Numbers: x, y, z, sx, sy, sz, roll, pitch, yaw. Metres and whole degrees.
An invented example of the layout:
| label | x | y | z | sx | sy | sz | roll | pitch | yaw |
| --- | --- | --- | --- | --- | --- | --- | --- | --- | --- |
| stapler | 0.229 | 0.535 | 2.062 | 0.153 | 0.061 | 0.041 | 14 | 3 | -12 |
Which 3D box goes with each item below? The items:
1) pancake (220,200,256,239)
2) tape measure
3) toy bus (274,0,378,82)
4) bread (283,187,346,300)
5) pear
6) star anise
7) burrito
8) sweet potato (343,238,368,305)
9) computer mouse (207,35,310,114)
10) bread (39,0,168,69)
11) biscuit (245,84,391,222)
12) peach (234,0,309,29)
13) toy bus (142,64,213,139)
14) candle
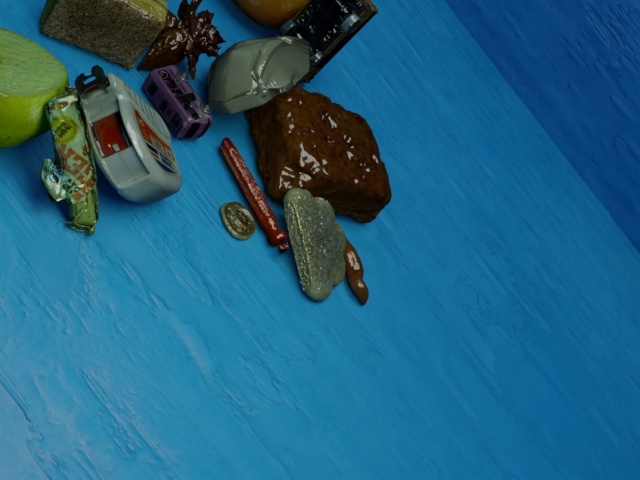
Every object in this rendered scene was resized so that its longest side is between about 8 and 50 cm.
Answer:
| label | x | y | z | sx | sy | sz | roll | pitch | yaw |
| --- | --- | --- | --- | --- | --- | --- | --- | --- | --- |
| pancake | -0.197 | -0.050 | 1.618 | 0.108 | 0.017 | 0.108 | 30 | 41 | -31 |
| tape measure | -0.395 | -0.196 | 1.389 | 0.243 | 0.125 | 0.246 | 41 | 29 | -74 |
| toy bus | 0.003 | -0.630 | 2.018 | 0.162 | 0.323 | 0.194 | 49 | 26 | -1 |
| bread | 0.000 | 0.000 | 1.693 | 0.207 | 0.056 | 0.286 | -18 | 95 | -54 |
| pear | -0.605 | -0.286 | 1.272 | 0.292 | 0.159 | 0.292 | 25 | 29 | -15 |
| star anise | -0.339 | -0.557 | 1.693 | 0.237 | 0.346 | 0.148 | 34 | 5 | 8 |
| burrito | -0.475 | -0.138 | 1.263 | 0.104 | 0.288 | 0.054 | -24 | 35 | -37 |
| sweet potato | 0.086 | 0.072 | 1.779 | 0.058 | 0.055 | 0.202 | -13 | 70 | -19 |
| computer mouse | -0.168 | -0.468 | 1.790 | 0.429 | 0.228 | 0.145 | -57 | 134 | -53 |
| bread | -0.495 | -0.521 | 1.549 | 0.234 | 0.184 | 0.110 | 18 | 46 | -38 |
| biscuit | 0.006 | -0.242 | 1.855 | 0.395 | 0.166 | 0.342 | 10 | 57 | -42 |
| peach | -0.156 | -0.799 | 2.047 | 0.289 | 0.308 | 0.289 | 4 | 28 | -2 |
| toy bus | -0.347 | -0.329 | 1.632 | 0.178 | 0.087 | 0.098 | 54 | 40 | 7 |
| candle | -0.166 | -0.111 | 1.668 | 0.048 | 0.051 | 0.329 | -15 | 71 | -51 |
